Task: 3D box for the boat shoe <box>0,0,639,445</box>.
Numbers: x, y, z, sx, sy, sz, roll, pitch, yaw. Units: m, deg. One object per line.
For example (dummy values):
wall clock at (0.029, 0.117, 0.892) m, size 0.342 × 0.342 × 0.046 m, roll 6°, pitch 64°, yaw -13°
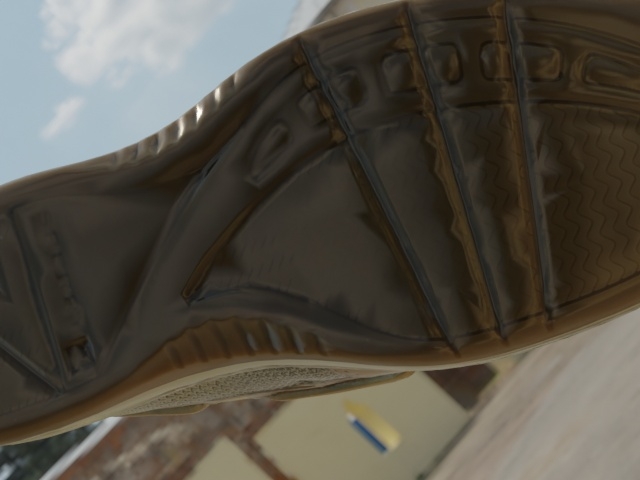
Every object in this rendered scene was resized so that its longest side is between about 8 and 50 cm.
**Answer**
boat shoe at (0.000, 0.000, 0.466) m, size 0.302 × 0.109 × 0.098 m, roll -18°, pitch -10°, yaw 21°
